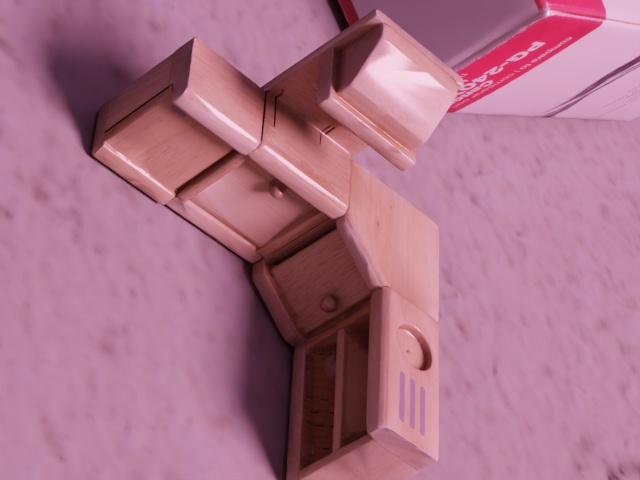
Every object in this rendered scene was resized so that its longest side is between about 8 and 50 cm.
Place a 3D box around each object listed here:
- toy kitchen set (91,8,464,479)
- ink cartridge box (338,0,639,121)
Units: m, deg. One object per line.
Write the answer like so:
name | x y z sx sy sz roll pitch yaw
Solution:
toy kitchen set | 0.000 0.000 0.429 0.083 0.068 0.075 36 38 -30
ink cartridge box | 0.063 -0.097 0.602 0.150 0.063 0.109 -1 64 -55
